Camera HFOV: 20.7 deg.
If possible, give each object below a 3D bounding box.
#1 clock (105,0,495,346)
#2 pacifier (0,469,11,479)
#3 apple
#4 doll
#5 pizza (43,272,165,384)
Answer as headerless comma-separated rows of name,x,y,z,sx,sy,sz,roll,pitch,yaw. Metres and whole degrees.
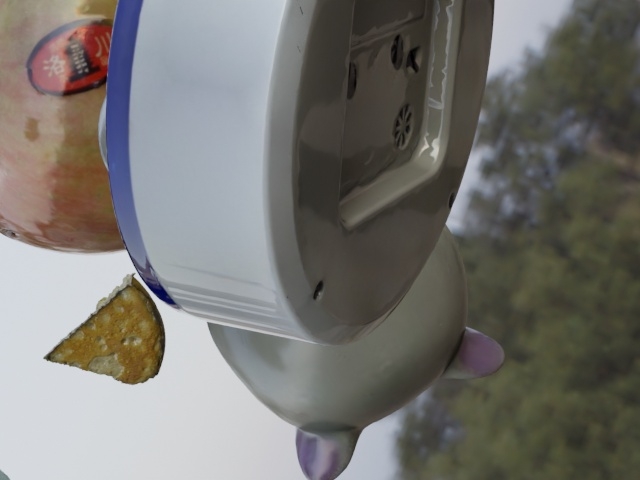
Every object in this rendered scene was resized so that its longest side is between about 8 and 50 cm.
clock,0.001,-0.074,0.728,0.230,0.083,0.230,10,-90,-68
pacifier,-0.317,0.200,1.166,0.269,0.343,0.288,-43,57,43
apple,-0.212,-0.181,1.840,0.391,0.347,0.391,7,98,63
doll,-0.019,-0.022,1.320,0.215,0.226,0.370,-34,-51,-15
pizza,-0.191,0.081,1.526,0.026,0.109,0.123,-111,11,-51
